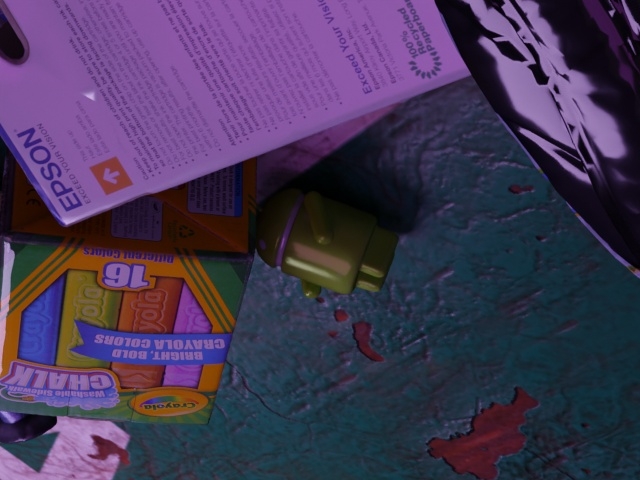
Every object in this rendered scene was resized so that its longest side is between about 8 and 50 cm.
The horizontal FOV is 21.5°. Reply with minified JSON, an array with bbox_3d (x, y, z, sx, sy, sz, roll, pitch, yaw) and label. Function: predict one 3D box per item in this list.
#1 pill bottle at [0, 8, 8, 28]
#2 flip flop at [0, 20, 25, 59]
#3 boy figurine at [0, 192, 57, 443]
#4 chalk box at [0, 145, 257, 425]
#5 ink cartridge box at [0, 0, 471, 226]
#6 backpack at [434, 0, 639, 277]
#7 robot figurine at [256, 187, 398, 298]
[{"bbox_3d":[-0.279,-0.126,1.252,0.078,0.137,0.078,13,139,12],"label":"pill bottle"},{"bbox_3d":[-0.121,-0.189,1.128,0.277,0.112,0.080,-21,123,35],"label":"flip flop"},{"bbox_3d":[-0.293,0.031,1.413,0.092,0.177,0.285,-9,112,43],"label":"boy figurine"},{"bbox_3d":[-0.157,0.024,1.293,0.179,0.180,0.289,5,142,-10],"label":"chalk box"},{"bbox_3d":[-0.100,-0.200,1.018,0.330,0.071,0.324,-18,114,27],"label":"ink cartridge box"},{"bbox_3d":[0.212,-0.126,0.872,0.290,0.273,0.355,-20,103,37],"label":"backpack"},{"bbox_3d":[0.000,0.000,1.309,0.115,0.067,0.101,20,152,5],"label":"robot figurine"}]
